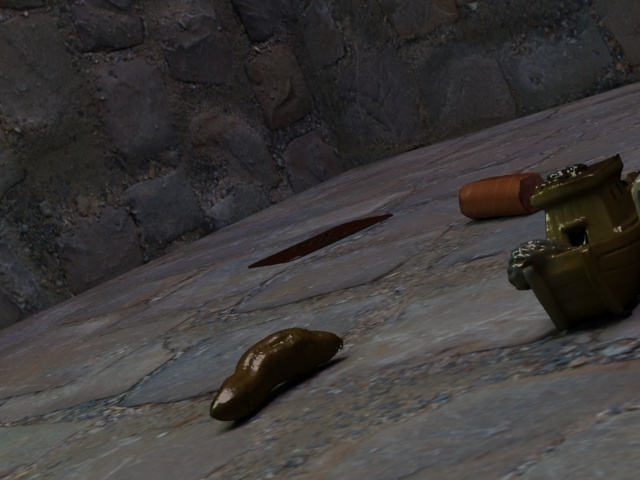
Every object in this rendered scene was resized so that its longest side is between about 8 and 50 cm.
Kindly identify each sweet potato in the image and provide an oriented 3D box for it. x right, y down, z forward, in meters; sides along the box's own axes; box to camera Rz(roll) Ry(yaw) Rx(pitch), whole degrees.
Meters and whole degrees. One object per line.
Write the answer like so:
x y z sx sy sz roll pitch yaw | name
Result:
-0.053 0.125 1.076 0.053 0.054 0.182 -26 3 43 | sweet potato

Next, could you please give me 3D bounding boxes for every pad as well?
0.000 0.000 2.141 0.267 0.004 0.181 -25 8 -34 | pad

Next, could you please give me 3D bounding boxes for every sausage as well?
0.262 -0.065 1.657 0.065 0.065 0.169 -24 10 -30 | sausage

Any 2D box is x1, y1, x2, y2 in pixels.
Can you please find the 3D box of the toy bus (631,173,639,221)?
0.393 -0.043 0.903 0.268 0.106 0.092 -12 13 42 | toy bus

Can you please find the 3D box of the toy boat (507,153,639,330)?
0.254 -0.015 1.034 0.089 0.121 0.321 -22 5 30 | toy boat
